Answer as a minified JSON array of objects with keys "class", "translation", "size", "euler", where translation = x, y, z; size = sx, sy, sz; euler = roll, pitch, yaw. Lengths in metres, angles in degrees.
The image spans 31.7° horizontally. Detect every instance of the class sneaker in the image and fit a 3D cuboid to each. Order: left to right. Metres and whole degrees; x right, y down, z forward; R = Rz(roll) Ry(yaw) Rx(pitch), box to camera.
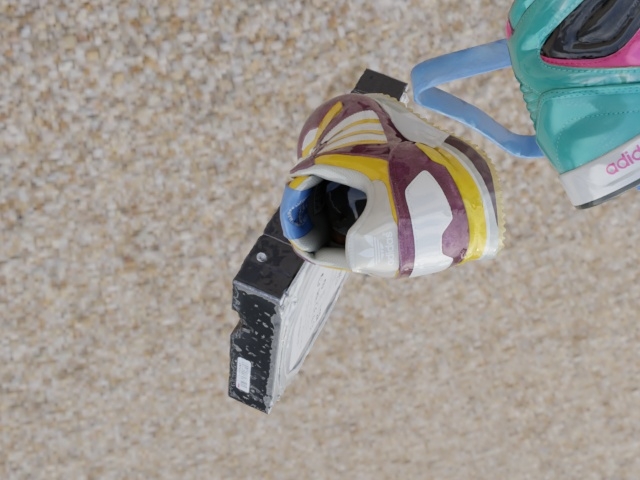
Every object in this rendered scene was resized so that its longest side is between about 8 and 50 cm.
[{"class":"sneaker","translation":[0.011,-0.030,0.550],"size":[0.084,0.185,0.069],"euler":[-12,107,-20]},{"class":"sneaker","translation":[0.227,-0.167,0.643],"size":[0.295,0.178,0.124],"euler":[-33,180,13]}]

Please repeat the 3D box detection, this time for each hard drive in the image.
[{"class":"hard drive","translation":[0.000,0.000,1.264],"size":[0.064,0.339,0.237],"euler":[22,143,10]}]

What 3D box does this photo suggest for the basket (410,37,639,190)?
[{"class":"basket","translation":[0.254,-0.138,0.959],"size":[0.289,0.201,0.255],"euler":[-17,163,29]}]
